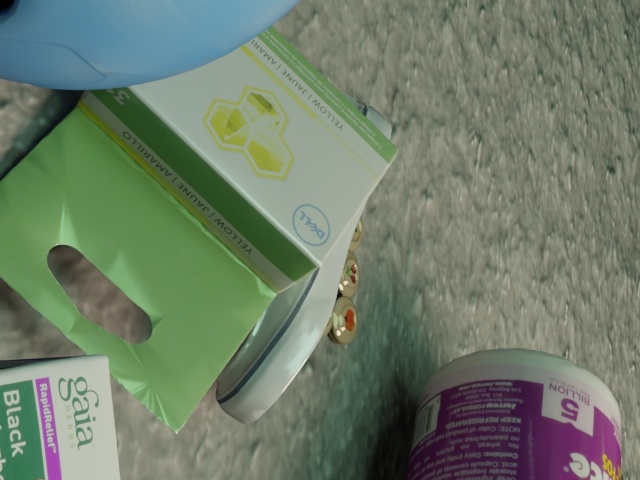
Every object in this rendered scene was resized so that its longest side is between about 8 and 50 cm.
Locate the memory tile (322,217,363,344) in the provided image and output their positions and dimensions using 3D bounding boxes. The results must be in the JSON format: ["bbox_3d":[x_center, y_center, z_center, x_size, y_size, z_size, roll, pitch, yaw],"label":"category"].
[{"bbox_3d":[0.000,0.000,0.948,0.113,0.012,0.148,22,67,-53],"label":"memory tile"}]

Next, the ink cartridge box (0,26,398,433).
[{"bbox_3d":[-0.072,-0.032,0.736,0.171,0.056,0.235,44,47,-10],"label":"ink cartridge box"}]

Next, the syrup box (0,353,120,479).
[{"bbox_3d":[-0.198,0.109,0.550,0.237,0.096,0.093,-4,87,-56],"label":"syrup box"}]

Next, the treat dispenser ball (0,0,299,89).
[{"bbox_3d":[-0.110,-0.212,0.565,0.288,0.288,0.288,14,73,-55],"label":"treat dispenser ball"}]

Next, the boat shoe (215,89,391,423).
[{"bbox_3d":[-0.031,-0.002,0.849,0.084,0.095,0.258,32,52,-17],"label":"boat shoe"}]

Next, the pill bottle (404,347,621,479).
[{"bbox_3d":[0.138,0.243,0.939,0.169,0.169,0.301,54,35,-37],"label":"pill bottle"}]
